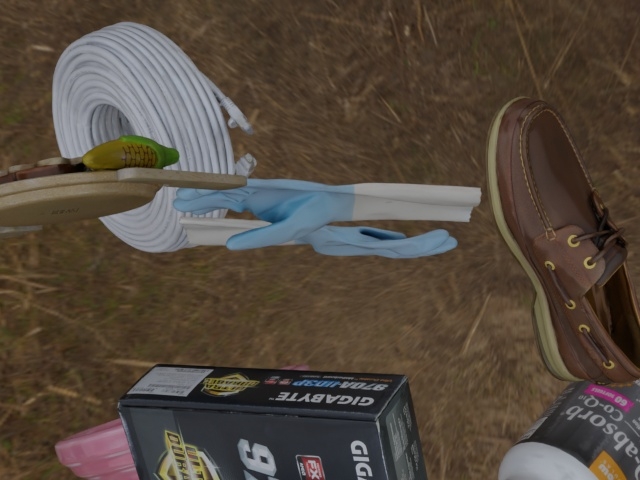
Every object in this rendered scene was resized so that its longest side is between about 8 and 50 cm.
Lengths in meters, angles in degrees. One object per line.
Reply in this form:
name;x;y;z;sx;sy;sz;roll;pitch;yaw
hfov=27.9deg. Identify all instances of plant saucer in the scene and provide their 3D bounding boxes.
plant saucer;-0.161;0.240;1.615;0.332;0.332;0.084;-18;86;8

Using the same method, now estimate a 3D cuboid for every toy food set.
toy food set;-0.155;-0.036;0.782;0.192;0.132;0.039;-11;84;28

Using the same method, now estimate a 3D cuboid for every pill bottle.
pill bottle;0.311;0.275;1.535;0.162;0.162;0.278;46;52;6

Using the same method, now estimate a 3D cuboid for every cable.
cable;-0.195;-0.106;1.401;0.089;0.257;0.257;-27;67;-36

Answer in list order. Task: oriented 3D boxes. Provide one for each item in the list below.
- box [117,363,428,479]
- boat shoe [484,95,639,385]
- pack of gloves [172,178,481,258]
box;-0.016;0.183;0.791;0.175;0.051;0.220;0;115;27
boat shoe;0.143;0.002;0.711;0.064;0.060;0.178;-36;116;-33
pack of gloves;0.000;0.000;1.015;0.232;0.195;0.046;3;75;1
